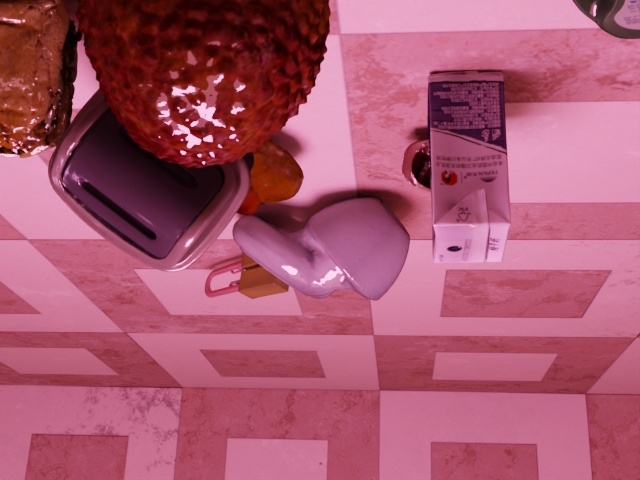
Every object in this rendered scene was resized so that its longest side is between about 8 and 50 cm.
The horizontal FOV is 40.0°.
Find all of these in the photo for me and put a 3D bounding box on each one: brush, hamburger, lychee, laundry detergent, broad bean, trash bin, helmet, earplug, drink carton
[{"bbox_3d":[-0.156,0.067,1.743,0.234,0.103,0.047,-16,150,39],"label":"brush"},{"bbox_3d":[-0.365,-0.202,0.987,0.183,0.206,0.130,11,-167,-18],"label":"hamburger"},{"bbox_3d":[-0.109,-0.204,0.866,0.261,0.260,0.260,2,158,1],"label":"lychee"},{"bbox_3d":[0.308,-0.281,0.882,0.137,0.062,0.211,-6,157,36],"label":"laundry detergent"},{"bbox_3d":[-0.137,-0.100,1.295,0.229,0.122,0.156,16,151,-23],"label":"broad bean"},{"bbox_3d":[-0.192,-0.088,1.066,0.209,0.182,0.290,37,-169,-5],"label":"trash bin"},{"bbox_3d":[0.173,-0.122,1.298,0.111,0.057,0.089,10,122,-5],"label":"helmet"},{"bbox_3d":[-0.002,0.012,1.528,0.326,0.174,0.214,1,162,30],"label":"earplug"},{"bbox_3d":[0.190,-0.092,1.148,0.102,0.222,0.134,0,158,5],"label":"drink carton"}]
